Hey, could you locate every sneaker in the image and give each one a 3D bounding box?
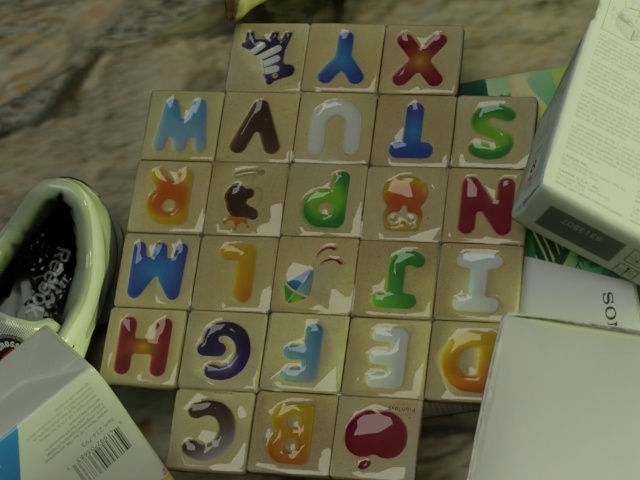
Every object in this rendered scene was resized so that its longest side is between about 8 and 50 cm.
[{"bbox_3d":[-0.226,0.106,1.321,0.122,0.146,0.330,13,75,2],"label":"sneaker"}]

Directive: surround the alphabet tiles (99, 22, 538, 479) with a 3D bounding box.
[{"bbox_3d":[0.000,0.000,1.328,0.285,0.011,0.342,3,67,13],"label":"alphabet tiles"}]

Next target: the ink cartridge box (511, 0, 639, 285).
[{"bbox_3d":[0.249,-0.072,1.320,0.189,0.066,0.232,26,53,-8],"label":"ink cartridge box"}]

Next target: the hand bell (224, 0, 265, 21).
[{"bbox_3d":[0.055,-0.218,1.415,0.242,0.126,0.126,2,70,-9],"label":"hand bell"}]

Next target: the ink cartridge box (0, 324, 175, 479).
[{"bbox_3d":[-0.162,0.188,1.267,0.134,0.231,0.078,-39,35,-14],"label":"ink cartridge box"}]

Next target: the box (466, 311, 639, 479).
[{"bbox_3d":[0.167,0.153,1.185,0.127,0.232,0.149,9,72,13],"label":"box"}]

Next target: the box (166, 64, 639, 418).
[{"bbox_3d":[0.058,0.011,1.353,0.322,0.058,0.232,-9,68,6],"label":"box"}]
